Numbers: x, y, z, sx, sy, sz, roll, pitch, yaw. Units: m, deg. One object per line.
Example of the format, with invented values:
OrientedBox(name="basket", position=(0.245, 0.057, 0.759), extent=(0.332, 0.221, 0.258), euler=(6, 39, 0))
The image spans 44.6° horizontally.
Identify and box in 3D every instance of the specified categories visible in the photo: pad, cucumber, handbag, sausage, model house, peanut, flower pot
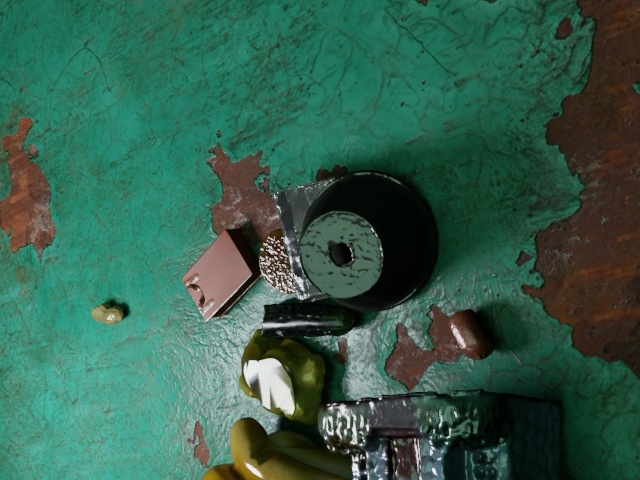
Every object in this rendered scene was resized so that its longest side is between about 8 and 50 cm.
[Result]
OrientedBox(name="pad", position=(0.000, 0.000, 1.532), extent=(0.174, 0.022, 0.233), euler=(-13, 93, 33))
OrientedBox(name="cucumber", position=(-0.029, 0.161, 1.586), extent=(0.241, 0.074, 0.074), euler=(-6, 91, 37))
OrientedBox(name="handbag", position=(-0.221, 0.079, 1.740), extent=(0.190, 0.063, 0.127), euler=(-44, 68, 31))
OrientedBox(name="sausage", position=(0.261, 0.164, 1.354), extent=(0.054, 0.059, 0.094), euler=(-34, 70, 13))
OrientedBox(name="model house", position=(0.184, 0.425, 1.250), extent=(0.360, 0.297, 0.338), euler=(-14, 71, 38))
OrientedBox(name="peanut", position=(-0.550, 0.190, 2.027), extent=(0.113, 0.054, 0.053), euler=(3, 97, 36))
OrientedBox(name="flower pot", position=(0.064, 0.011, 1.395), extent=(0.269, 0.166, 0.268), euler=(3, 98, 20))

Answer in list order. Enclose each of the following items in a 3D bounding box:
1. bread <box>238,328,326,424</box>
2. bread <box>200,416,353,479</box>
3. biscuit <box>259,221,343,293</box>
OrientedBox(name="bread", position=(-0.088, 0.287, 1.639), extent=(0.233, 0.088, 0.160), euler=(12, 105, 39))
OrientedBox(name="bread", position=(-0.037, 0.530, 1.562), extent=(0.424, 0.329, 0.245), euler=(15, 63, 38))
OrientedBox(name="biscuit", position=(-0.035, 0.013, 1.588), extent=(0.236, 0.039, 0.180), euler=(-40, 78, 30))
